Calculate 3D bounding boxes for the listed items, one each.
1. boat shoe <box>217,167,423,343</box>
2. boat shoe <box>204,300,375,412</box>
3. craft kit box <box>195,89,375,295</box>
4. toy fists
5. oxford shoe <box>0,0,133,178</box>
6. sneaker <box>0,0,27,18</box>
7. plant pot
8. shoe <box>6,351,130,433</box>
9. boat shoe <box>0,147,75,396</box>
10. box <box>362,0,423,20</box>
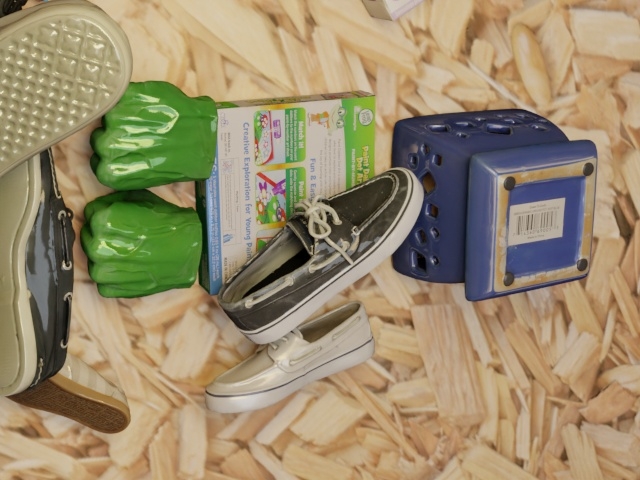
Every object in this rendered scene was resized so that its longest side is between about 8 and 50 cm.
[{"bbox_3d":[-0.002,-0.002,1.264,0.306,0.113,0.105,-37,134,-2],"label":"boat shoe"},{"bbox_3d":[-0.043,0.156,1.364,0.267,0.096,0.088,-18,109,-22],"label":"boat shoe"},{"bbox_3d":[-0.045,-0.067,1.316,0.246,0.061,0.250,-7,109,-22],"label":"craft kit box"},{"bbox_3d":[-0.219,-0.059,1.201,0.142,0.096,0.279,-3,116,-32],"label":"toy fists"},{"bbox_3d":[-0.396,-0.126,1.044,0.449,0.130,0.169,-24,116,9],"label":"oxford shoe"},{"bbox_3d":[-0.335,-0.369,1.040,0.130,0.109,0.286,27,83,1],"label":"sneaker"},{"bbox_3d":[0.249,-0.048,1.379,0.236,0.212,0.236,-9,110,-25],"label":"plant pot"},{"bbox_3d":[-0.337,0.177,1.248,0.219,0.058,0.076,33,122,-27],"label":"shoe"},{"bbox_3d":[-0.339,0.005,1.152,0.113,0.127,0.340,1,82,-62],"label":"boat shoe"},{"bbox_3d":[0.194,-0.407,1.324,0.324,0.067,0.063,-36,118,-14],"label":"box"}]
